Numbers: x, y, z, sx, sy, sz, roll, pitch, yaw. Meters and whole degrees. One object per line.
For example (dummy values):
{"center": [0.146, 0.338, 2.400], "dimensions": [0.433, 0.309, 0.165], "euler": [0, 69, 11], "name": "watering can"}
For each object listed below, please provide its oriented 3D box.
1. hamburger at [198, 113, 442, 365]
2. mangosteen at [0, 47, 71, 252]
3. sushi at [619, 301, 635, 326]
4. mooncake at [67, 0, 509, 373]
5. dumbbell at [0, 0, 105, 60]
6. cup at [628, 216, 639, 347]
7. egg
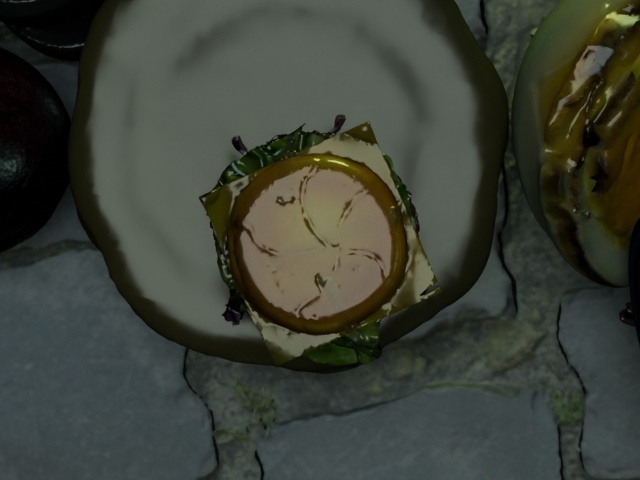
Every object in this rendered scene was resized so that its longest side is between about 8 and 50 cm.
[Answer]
{"center": [-0.001, 0.004, 1.130], "dimensions": [0.164, 0.093, 0.190], "euler": [-12, 87, -1], "name": "hamburger"}
{"center": [-0.319, -0.091, 1.276], "dimensions": [0.216, 0.216, 0.216], "euler": [0, 88, 3], "name": "mangosteen"}
{"center": [0.420, 0.056, 1.278], "dimensions": [0.332, 0.130, 0.124], "euler": [-16, 87, 1], "name": "sushi"}
{"center": [-0.026, -0.073, 1.278], "dimensions": [0.378, 0.201, 0.379], "euler": [0, 88, -2], "name": "mooncake"}
{"center": [-0.230, -0.245, 1.275], "dimensions": [0.152, 0.218, 0.153], "euler": [0, 87, 3], "name": "dumbbell"}
{"center": [0.403, 0.035, 1.123], "dimensions": [0.292, 0.242, 0.308], "euler": [-15, 47, -5], "name": "cup"}
{"center": [0.241, -0.106, 1.253], "dimensions": [0.174, 0.264, 0.286], "euler": [20, 58, 41], "name": "egg"}
